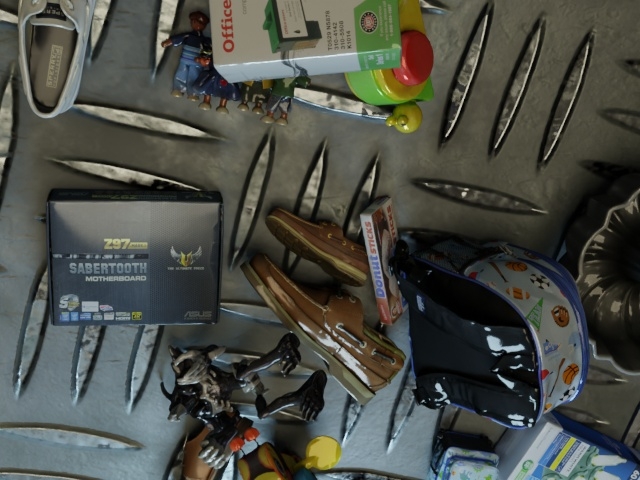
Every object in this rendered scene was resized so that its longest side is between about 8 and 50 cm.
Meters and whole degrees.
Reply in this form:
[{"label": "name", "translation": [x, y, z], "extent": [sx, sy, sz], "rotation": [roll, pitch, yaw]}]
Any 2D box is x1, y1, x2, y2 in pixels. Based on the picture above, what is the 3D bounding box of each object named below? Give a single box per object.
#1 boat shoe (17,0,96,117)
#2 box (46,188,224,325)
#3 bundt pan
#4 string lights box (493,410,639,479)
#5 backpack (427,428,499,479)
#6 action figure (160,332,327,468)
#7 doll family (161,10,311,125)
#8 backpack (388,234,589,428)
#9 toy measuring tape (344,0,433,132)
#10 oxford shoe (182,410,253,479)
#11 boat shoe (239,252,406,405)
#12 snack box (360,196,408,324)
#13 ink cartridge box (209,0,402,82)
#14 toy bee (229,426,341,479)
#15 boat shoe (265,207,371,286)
[{"label": "boat shoe", "translation": [-0.314, -0.274, 1.045], "extent": [0.095, 0.084, 0.258], "rotation": [1, 111, -11]}, {"label": "box", "translation": [-0.252, 0.024, 1.190], "extent": [0.232, 0.059, 0.183], "rotation": [1, 110, -12]}, {"label": "bundt pan", "translation": [0.506, 0.034, 1.309], "extent": [0.330, 0.124, 0.331], "rotation": [-4, 111, -9]}, {"label": "string lights box", "translation": [0.425, 0.380, 1.455], "extent": [0.259, 0.077, 0.133], "rotation": [26, 103, -20]}, {"label": "backpack", "translation": [0.229, 0.382, 1.413], "extent": [0.105, 0.084, 0.114], "rotation": [12, 111, -13]}, {"label": "action figure", "translation": [-0.136, 0.211, 1.193], "extent": [0.275, 0.141, 0.164], "rotation": [-20, 98, 31]}, {"label": "doll family", "translation": [-0.110, -0.224, 1.114], "extent": [0.193, 0.076, 0.111], "rotation": [9, 114, -11]}, {"label": "backpack", "translation": [0.251, 0.131, 1.221], "extent": [0.213, 0.263, 0.277], "rotation": [-24, 116, -22]}, {"label": "toy measuring tape", "translation": [0.068, -0.288, 1.098], "extent": [0.121, 0.121, 0.330], "rotation": [-18, 110, -4]}, {"label": "oxford shoe", "translation": [-0.183, 0.342, 1.335], "extent": [0.076, 0.076, 0.212], "rotation": [31, 102, 7]}, {"label": "boat shoe", "translation": [0.009, 0.108, 1.258], "extent": [0.104, 0.111, 0.307], "rotation": [-41, 122, 1]}, {"label": "snack box", "translation": [0.095, 0.030, 1.260], "extent": [0.022, 0.064, 0.178], "rotation": [3, 118, 32]}, {"label": "ink cartridge box", "translation": [-0.020, -0.279, 1.019], "extent": [0.219, 0.092, 0.160], "rotation": [-5, 89, 5]}, {"label": "toy bee", "translation": [-0.058, 0.345, 1.277], "extent": [0.195, 0.298, 0.162], "rotation": [-28, 77, -17]}, {"label": "boat shoe", "translation": [0.000, 0.000, 1.236], "extent": [0.178, 0.064, 0.060], "rotation": [33, 71, -22]}]
